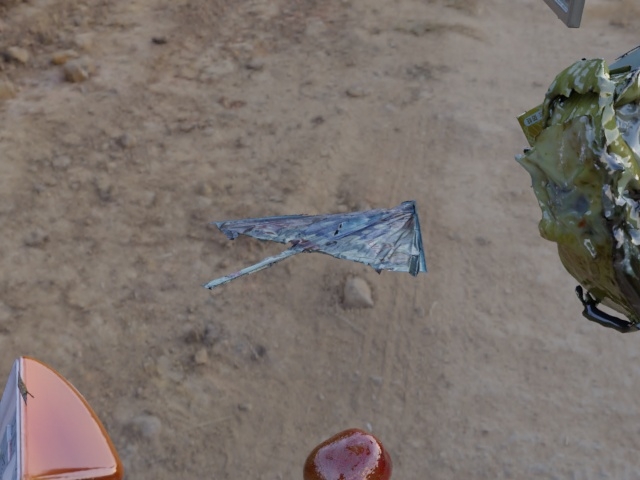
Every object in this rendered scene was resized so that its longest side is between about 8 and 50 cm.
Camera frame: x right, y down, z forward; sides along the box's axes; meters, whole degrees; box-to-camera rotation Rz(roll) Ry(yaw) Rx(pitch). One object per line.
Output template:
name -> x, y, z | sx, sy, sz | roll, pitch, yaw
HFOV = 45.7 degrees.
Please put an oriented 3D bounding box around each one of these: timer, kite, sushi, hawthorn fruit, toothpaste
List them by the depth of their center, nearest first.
sushi -> 0.302, -0.048, 0.809 | 0.131, 0.290, 0.139 | -23, 16, -16
kite -> -0.377, 0.198, 0.972 | 0.002, 0.078, 0.044 | -16, 49, -12
kite -> 0.000, 0.001, 0.977 | 0.369, 0.014, 0.406 | -22, 23, -38
timer -> -0.425, 0.337, 1.113 | 0.161, 0.257, 0.250 | 2, 35, -42
hawthorn fruit -> 0.050, 0.363, 1.192 | 0.138, 0.133, 0.133 | -44, 34, 9
toothpaste -> 0.466, -0.239, 1.261 | 0.071, 0.089, 0.313 | -22, -3, -31

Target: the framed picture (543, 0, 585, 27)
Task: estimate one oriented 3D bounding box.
framed picture -> 0.249, -0.342, 0.785 | 0.016, 0.184, 0.250 | 3, 32, 1
